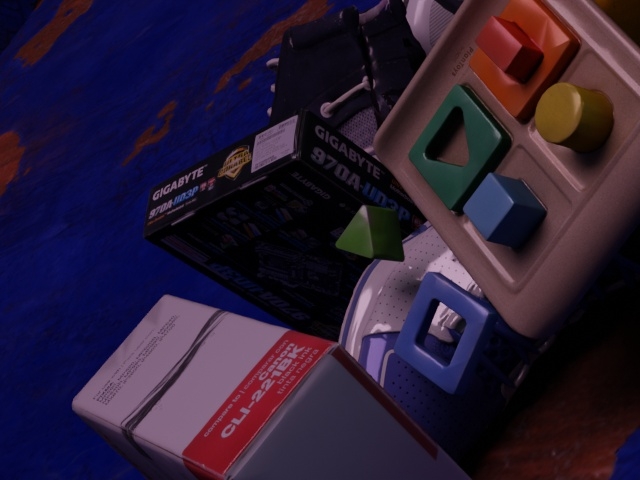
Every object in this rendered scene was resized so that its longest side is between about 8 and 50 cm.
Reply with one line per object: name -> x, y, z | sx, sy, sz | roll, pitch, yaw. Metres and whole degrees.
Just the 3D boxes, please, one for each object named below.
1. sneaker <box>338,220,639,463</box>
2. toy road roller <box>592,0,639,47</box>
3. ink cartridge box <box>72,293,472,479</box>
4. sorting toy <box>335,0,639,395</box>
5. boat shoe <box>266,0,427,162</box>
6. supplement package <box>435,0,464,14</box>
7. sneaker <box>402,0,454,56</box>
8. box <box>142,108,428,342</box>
sneaker -> 0.151, 0.012, 1.140 | 0.182, 0.127, 0.315 | -10, 40, 56
toy road roller -> 0.265, -0.214, 1.069 | 0.240, 0.330, 0.202 | -6, 25, -7
ink cartridge box -> -0.026, 0.152, 1.113 | 0.114, 0.197, 0.273 | -50, 24, -16
sorting toy -> 0.121, -0.068, 1.019 | 0.348, 0.047, 0.196 | -56, 50, 24
boat shoe -> -0.002, -0.108, 1.480 | 0.127, 0.158, 0.340 | -20, 0, -35
supplement package -> 0.181, -0.284, 1.253 | 0.198, 0.199, 0.263 | 40, 98, 38
sneaker -> 0.255, -0.278, 1.392 | 0.447, 0.169, 0.257 | -45, 22, -6
box -> 0.000, 0.000, 1.289 | 0.175, 0.220, 0.051 | -25, 45, 39
